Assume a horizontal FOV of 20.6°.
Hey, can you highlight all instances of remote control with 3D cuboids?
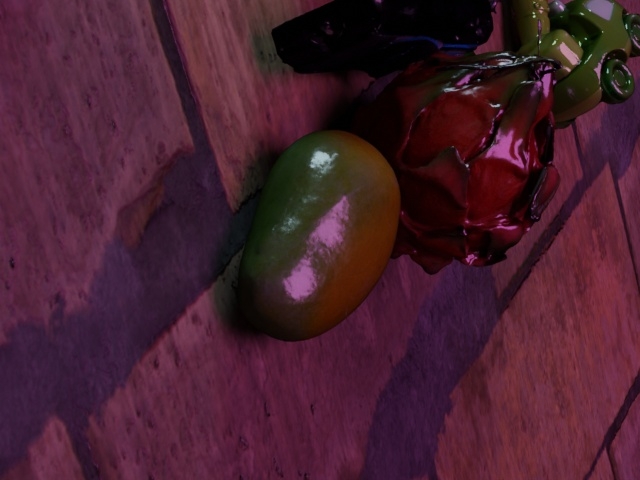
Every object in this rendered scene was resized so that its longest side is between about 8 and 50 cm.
[{"bbox_3d":[0.077,-0.212,1.832,0.399,0.144,0.062,-14,82,-66],"label":"remote control"}]

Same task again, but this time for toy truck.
[{"bbox_3d":[0.323,-0.256,2.346,0.210,0.148,0.187,29,56,-31],"label":"toy truck"}]

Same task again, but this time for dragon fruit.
[{"bbox_3d":[0.150,-0.106,1.819,0.234,0.293,0.234,33,19,-13],"label":"dragon fruit"}]

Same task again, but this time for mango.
[{"bbox_3d":[0.000,0.000,1.648,0.251,0.114,0.156,-68,149,-46],"label":"mango"}]

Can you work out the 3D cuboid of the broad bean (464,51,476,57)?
[{"bbox_3d":[0.156,-0.131,2.063,0.144,0.049,0.292,59,35,-41],"label":"broad bean"}]
